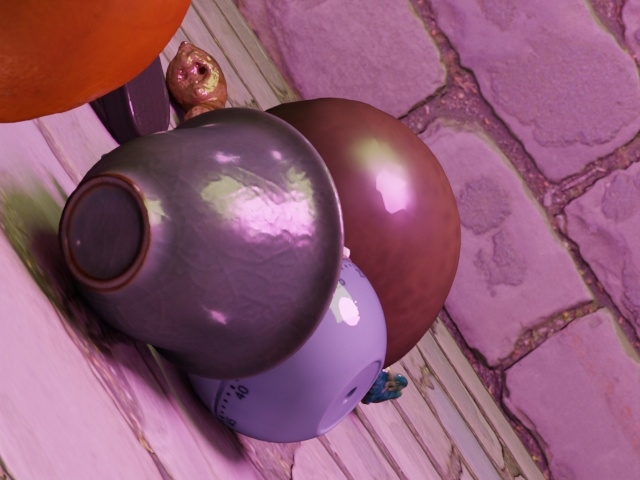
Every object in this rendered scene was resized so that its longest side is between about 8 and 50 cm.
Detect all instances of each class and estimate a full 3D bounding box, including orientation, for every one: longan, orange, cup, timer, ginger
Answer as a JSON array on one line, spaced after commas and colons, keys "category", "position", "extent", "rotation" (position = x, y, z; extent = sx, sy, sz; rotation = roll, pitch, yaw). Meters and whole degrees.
[{"category": "longan", "position": [0.000, 0.000, 1.704], "extent": [0.258, 0.258, 0.258], "rotation": [55, 7, -10]}, {"category": "orange", "position": [-0.203, -0.202, 1.263], "extent": [0.261, 0.261, 0.261], "rotation": [55, 7, -10]}, {"category": "cup", "position": [-0.105, -0.002, 1.372], "extent": [0.150, 0.199, 0.199], "rotation": [6, 48, -57]}, {"category": "timer", "position": [-0.049, 0.035, 1.526], "extent": [0.255, 0.175, 0.175], "rotation": [63, 9, 23]}, {"category": "ginger", "position": [-0.138, -0.170, 2.234], "extent": [0.165, 0.067, 0.096], "rotation": [-109, -174, -64]}]

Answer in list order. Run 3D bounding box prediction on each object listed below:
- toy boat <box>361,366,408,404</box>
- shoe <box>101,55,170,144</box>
[{"category": "toy boat", "position": [0.016, 0.062, 2.157], "extent": [0.108, 0.099, 0.293], "rotation": [48, 18, -49]}, {"category": "shoe", "position": [-0.213, -0.201, 1.846], "extent": [0.108, 0.093, 0.241], "rotation": [-16, 94, -66]}]
